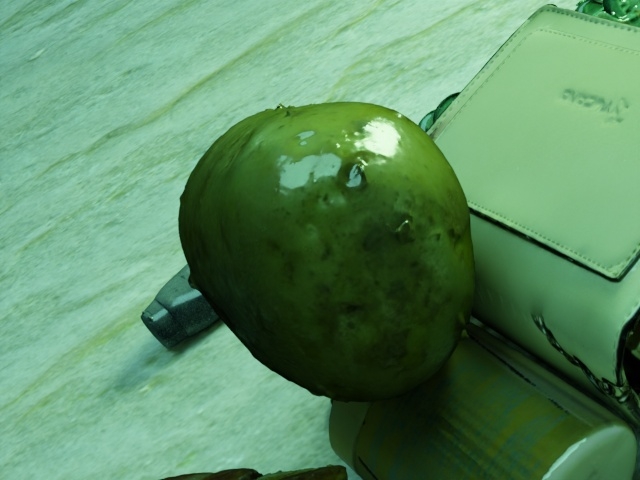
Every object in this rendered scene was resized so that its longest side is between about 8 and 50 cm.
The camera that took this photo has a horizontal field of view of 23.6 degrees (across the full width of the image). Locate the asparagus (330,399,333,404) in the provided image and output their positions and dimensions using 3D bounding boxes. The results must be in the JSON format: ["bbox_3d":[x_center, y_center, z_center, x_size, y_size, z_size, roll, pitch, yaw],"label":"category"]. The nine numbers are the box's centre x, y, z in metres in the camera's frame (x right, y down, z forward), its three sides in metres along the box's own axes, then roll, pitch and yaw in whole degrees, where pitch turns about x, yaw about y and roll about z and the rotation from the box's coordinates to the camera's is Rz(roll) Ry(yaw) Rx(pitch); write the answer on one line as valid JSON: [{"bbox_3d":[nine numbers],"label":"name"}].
[{"bbox_3d":[0.017,0.092,1.276,0.016,0.016,0.163,-3,32,3],"label":"asparagus"}]

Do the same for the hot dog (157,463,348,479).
[{"bbox_3d":[-0.089,0.220,1.096,0.261,0.093,0.123,-12,10,38],"label":"hot dog"}]

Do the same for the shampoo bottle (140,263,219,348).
[{"bbox_3d":[-0.072,0.013,1.469,0.233,0.049,0.087,-41,29,-14],"label":"shampoo bottle"}]

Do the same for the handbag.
[{"bbox_3d":[0.207,-0.016,1.082,0.236,0.160,0.358,-44,26,-6],"label":"handbag"}]

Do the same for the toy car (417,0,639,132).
[{"bbox_3d":[0.206,-0.134,1.314,0.320,0.097,0.141,-36,1,-6],"label":"toy car"}]

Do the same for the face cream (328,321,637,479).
[{"bbox_3d":[0.095,0.132,1.044,0.139,0.067,0.285,-55,28,0],"label":"face cream"}]

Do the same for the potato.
[{"bbox_3d":[0.000,0.000,1.069,0.173,0.210,0.307,-34,19,-13],"label":"potato"}]
